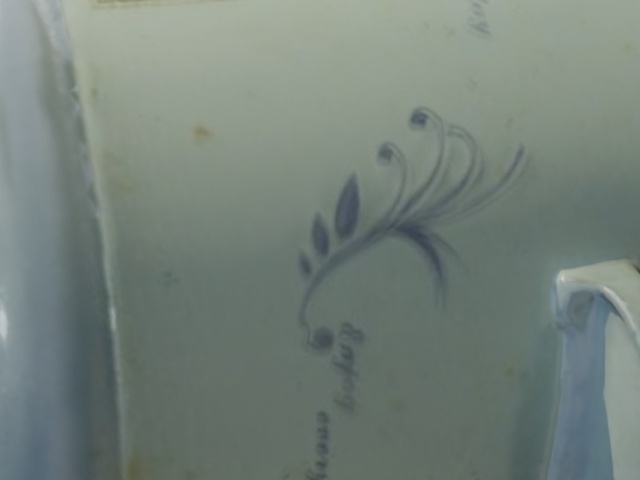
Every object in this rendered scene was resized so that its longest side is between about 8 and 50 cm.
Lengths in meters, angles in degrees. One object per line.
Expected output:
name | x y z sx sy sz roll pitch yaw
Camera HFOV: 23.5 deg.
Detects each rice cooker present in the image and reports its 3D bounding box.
rice cooker | 0.000 0.000 0.469 0.317 0.316 0.264 -126 36 -60
